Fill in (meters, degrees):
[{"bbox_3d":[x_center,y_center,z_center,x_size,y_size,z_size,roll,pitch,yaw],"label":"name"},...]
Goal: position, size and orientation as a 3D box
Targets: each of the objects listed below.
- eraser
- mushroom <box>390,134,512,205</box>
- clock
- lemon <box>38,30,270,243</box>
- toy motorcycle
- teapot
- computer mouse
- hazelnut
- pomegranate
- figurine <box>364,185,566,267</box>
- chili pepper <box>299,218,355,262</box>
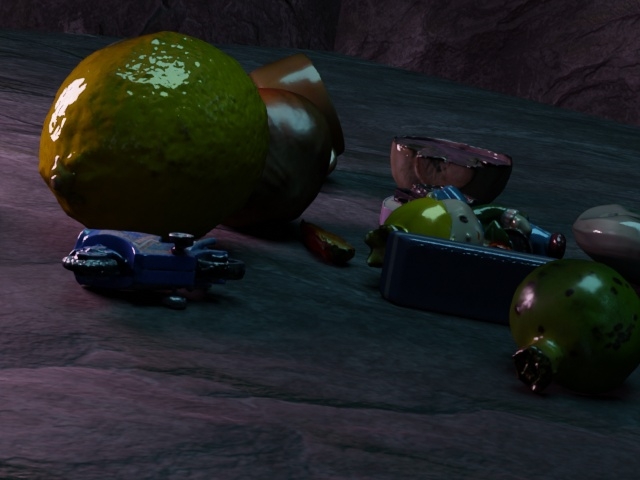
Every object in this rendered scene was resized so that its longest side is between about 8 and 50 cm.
[{"bbox_3d":[0.181,0.047,1.562,0.225,0.082,0.036,10,14,3],"label":"eraser"},{"bbox_3d":[0.200,-0.099,2.137,0.188,0.117,0.141,9,28,11],"label":"mushroom"},{"bbox_3d":[0.165,-0.042,1.987,0.172,0.064,0.198,4,13,-26],"label":"clock"},{"bbox_3d":[-0.196,-0.117,1.630,0.253,0.253,0.310,17,29,30],"label":"lemon"},{"bbox_3d":[-0.181,0.023,1.440,0.205,0.076,0.114,2,8,-33],"label":"toy motorcycle"},{"bbox_3d":[-0.068,-0.181,2.226,0.175,0.185,0.268,-25,51,-6],"label":"teapot"},{"bbox_3d":[0.493,0.034,1.835,0.331,0.095,0.197,20,15,6],"label":"computer mouse"},{"bbox_3d":[-0.080,-0.099,1.840,0.210,0.210,0.186,10,-16,2],"label":"hazelnut"},{"bbox_3d":[0.256,0.082,1.373,0.143,0.122,0.169,46,24,18],"label":"pomegranate"},{"bbox_3d":[0.177,0.011,1.660,0.185,0.127,0.234,24,8,34],"label":"figurine"},{"bbox_3d":[0.000,0.000,1.760,0.045,0.027,0.178,9,12,-24],"label":"chili pepper"}]
